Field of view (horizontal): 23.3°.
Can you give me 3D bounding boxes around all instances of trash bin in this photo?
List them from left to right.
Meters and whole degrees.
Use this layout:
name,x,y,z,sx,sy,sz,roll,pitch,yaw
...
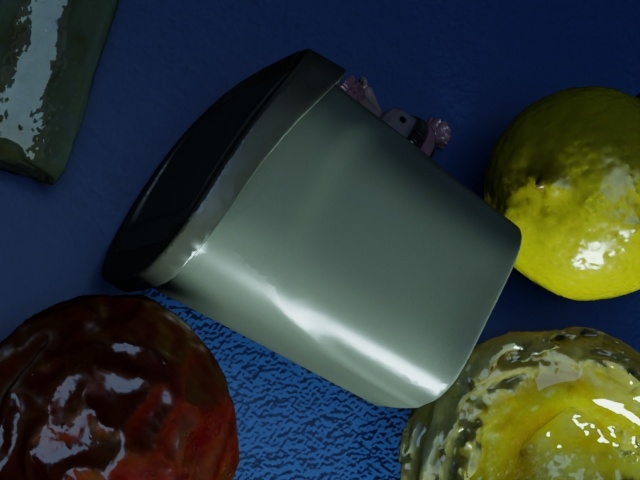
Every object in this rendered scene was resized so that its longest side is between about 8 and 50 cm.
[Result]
name,x,y,z,sx,sy,sz,roll,pitch,yaw
trash bin,0.000,0.000,1.216,0.250,0.220,0.219,33,76,-17

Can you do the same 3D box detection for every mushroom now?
name,x,y,z,sx,sy,sz,roll,pitch,yaw
mushroom,-0.211,-0.203,1.248,0.100,0.081,0.312,16,82,-10

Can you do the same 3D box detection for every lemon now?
name,x,y,z,sx,sy,sz,roll,pitch,yaw
lemon,0.228,-0.039,1.296,0.178,0.203,0.178,-3,85,28

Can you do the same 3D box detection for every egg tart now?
name,x,y,z,sx,sy,sz,roll,pitch,yaw
egg tart,0.191,0.206,1.285,0.288,0.118,0.288,2,84,-16

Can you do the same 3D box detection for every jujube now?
name,x,y,z,sx,sy,sz,roll,pitch,yaw
jujube,-0.213,0.190,1.124,0.342,0.216,0.216,-40,94,-15

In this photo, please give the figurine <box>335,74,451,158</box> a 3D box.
name,x,y,z,sx,sy,sz,roll,pitch,yaw
figurine,0.045,-0.102,1.323,0.129,0.054,0.072,34,60,-2

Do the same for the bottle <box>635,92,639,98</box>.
name,x,y,z,sx,sy,sz,roll,pitch,yaw
bottle,0.382,-0.066,1.385,0.245,0.104,0.104,24,76,-12
